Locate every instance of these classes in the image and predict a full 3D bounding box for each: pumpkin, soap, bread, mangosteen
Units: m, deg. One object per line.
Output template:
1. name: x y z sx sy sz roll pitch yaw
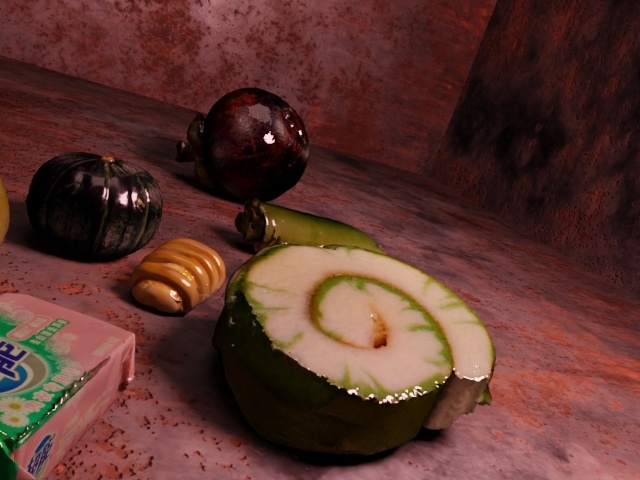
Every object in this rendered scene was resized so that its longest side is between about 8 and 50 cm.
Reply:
1. pumpkin: -0.372 -0.062 1.165 0.220 0.161 0.220 18 9 -3
2. soap: -0.301 0.139 0.658 0.218 0.098 0.273 14 12 3
3. bread: 0.051 0.143 0.944 0.382 0.129 0.366 21 27 2
4. mangosteen: -0.184 -0.240 1.833 0.330 0.330 0.330 18 15 -5
5. bread: -0.221 0.054 1.100 0.119 0.084 0.177 20 19 5

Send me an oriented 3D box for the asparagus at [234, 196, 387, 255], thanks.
1. asparagus: 0.000 0.000 1.533 0.382 0.108 0.128 12 22 -33

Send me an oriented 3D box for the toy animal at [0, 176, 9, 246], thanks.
1. toy animal: -0.472 -0.016 0.815 0.181 0.180 0.363 -24 17 -6
